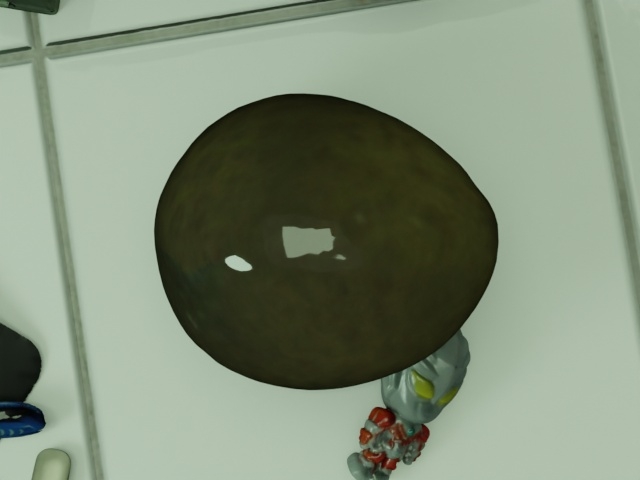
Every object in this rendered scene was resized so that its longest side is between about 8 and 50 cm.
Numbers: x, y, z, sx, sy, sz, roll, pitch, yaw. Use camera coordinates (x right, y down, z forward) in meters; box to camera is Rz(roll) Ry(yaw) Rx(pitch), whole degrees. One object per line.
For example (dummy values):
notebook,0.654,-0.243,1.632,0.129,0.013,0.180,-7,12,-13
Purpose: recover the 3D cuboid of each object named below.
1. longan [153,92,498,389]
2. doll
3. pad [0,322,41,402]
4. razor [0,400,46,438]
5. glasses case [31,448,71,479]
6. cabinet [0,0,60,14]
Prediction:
longan,0.000,0.000,1.431,0.300,0.300,0.243,14,111,3
doll,0.079,0.131,1.511,0.094,0.079,0.180,24,92,-35
pad,-0.440,0.120,1.532,0.323,0.055,0.250,32,87,5
razor,-0.400,0.172,1.492,0.324,0.093,0.056,-11,61,-16
glasses case,-0.241,0.225,1.532,0.032,0.021,0.083,10,85,3
cabinet,-0.302,-0.300,1.496,0.145,0.206,0.150,10,85,3
